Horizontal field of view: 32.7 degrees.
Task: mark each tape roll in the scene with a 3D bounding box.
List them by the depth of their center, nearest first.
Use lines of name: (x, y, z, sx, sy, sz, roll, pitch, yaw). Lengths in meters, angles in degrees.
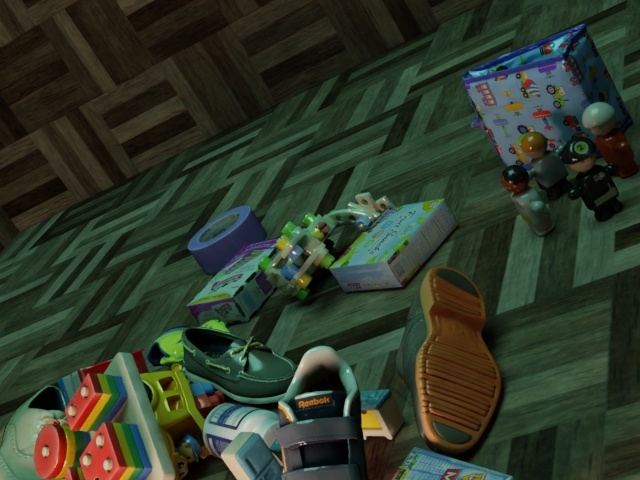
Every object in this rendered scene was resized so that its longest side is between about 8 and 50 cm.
tape roll: (-0.235, -0.002, 2.750, 0.189, 0.080, 0.189, -29, 18, 11)

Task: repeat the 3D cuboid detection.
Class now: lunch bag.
lunch bag: (0.418, -0.257, 2.136, 0.293, 0.221, 0.138, -14, 26, 42)

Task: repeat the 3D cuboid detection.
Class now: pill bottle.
pill bottle: (-0.110, 0.315, 1.753, 0.094, 0.094, 0.169, -43, 22, -27)

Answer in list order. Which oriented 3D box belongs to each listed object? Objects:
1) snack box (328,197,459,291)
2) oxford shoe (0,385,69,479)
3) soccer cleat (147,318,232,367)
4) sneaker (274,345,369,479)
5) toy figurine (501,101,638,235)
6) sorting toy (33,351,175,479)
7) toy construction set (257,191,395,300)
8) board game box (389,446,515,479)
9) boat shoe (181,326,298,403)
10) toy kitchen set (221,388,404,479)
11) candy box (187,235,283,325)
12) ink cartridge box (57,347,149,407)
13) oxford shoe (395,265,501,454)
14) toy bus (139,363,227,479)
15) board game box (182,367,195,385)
snack box: (0.144, 0.010, 2.141, 0.174, 0.070, 0.207, -8, 32, 51)
oxford shoe: (-0.508, 0.377, 1.949, 0.147, 0.140, 0.397, -60, 25, 6)
soccer cleat: (-0.258, 0.223, 2.208, 0.121, 0.093, 0.289, -35, 13, -30)
sneaker: (0.001, 0.286, 1.465, 0.126, 0.128, 0.321, -9, 44, 3)
toy figurine: (0.430, -0.128, 1.911, 0.209, 0.148, 0.213, -16, 25, 40)
sorting toy: (-0.362, 0.352, 1.736, 0.255, 0.089, 0.257, -54, 44, 26)
toy construction set: (0.000, 0.000, 2.256, 0.327, 0.151, 0.215, -32, -16, -38)
board game box: (0.150, 0.341, 1.337, 0.194, 0.060, 0.194, -12, 28, 47)
boat shoe: (-0.149, 0.222, 1.988, 0.305, 0.091, 0.109, 7, 29, 45)
toy kitchen set: (-0.007, 0.291, 1.610, 0.166, 0.122, 0.207, -10, 29, 48)
candy box: (-0.167, 0.091, 2.429, 0.159, 0.071, 0.233, -13, 27, 43)
ink cartridge box: (-0.434, 0.285, 2.224, 0.134, 0.078, 0.231, -17, -5, -30)
oxford shoe: (0.179, 0.197, 1.615, 0.133, 0.129, 0.364, -59, 10, 34)
toy bus: (-0.250, 0.325, 1.878, 0.211, 0.150, 0.220, -12, 46, -18)
board game box: (-0.357, 0.356, 2.101, 0.305, 0.053, 0.193, -28, 20, 14)
